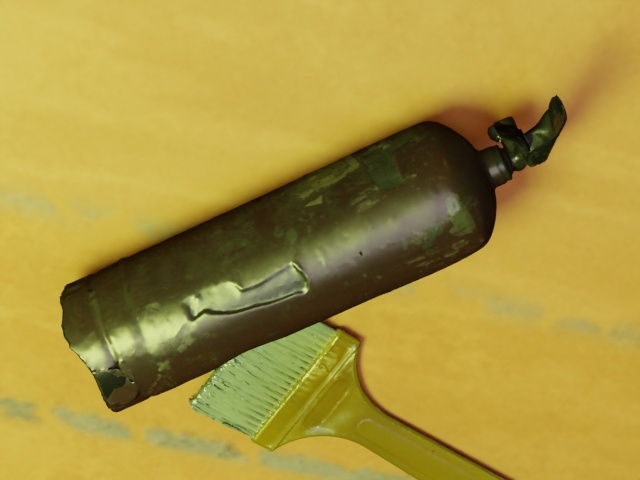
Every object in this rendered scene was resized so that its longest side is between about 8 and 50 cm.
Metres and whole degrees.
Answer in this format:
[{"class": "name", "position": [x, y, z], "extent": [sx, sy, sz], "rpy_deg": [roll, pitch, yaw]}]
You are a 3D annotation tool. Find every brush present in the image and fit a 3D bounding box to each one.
[{"class": "brush", "position": [0.035, 0.107, 0.969], "extent": [0.205, 0.011, 0.083], "rpy_deg": [31, 110, -19]}]

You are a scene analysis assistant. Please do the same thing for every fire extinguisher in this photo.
[{"class": "fire extinguisher", "position": [0.000, 0.000, 0.870], "extent": [0.268, 0.089, 0.072], "rpy_deg": [-24, 72, 8]}]
